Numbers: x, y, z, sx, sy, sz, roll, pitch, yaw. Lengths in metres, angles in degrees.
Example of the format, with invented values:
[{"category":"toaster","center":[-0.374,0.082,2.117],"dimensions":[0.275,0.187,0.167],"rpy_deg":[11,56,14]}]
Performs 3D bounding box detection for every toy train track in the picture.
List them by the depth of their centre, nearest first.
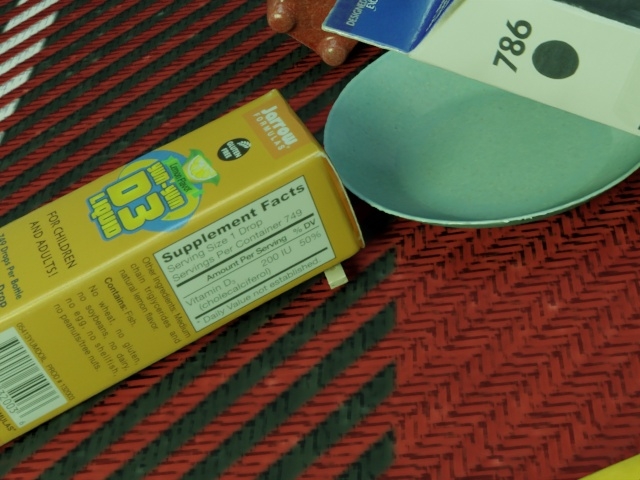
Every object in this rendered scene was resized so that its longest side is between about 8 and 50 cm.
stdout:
[{"category":"toy train track","center":[0.000,0.000,0.613],"dimensions":[0.048,0.014,0.083],"rpy_deg":[-24,40,0]}]

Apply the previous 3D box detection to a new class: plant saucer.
[{"category":"plant saucer","center":[0.099,-0.061,0.632],"dimensions":[0.195,0.037,0.195],"rpy_deg":[-10,40,8]}]

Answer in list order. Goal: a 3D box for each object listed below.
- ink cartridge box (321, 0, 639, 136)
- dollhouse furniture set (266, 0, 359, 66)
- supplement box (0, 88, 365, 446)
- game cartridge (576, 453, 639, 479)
[{"category":"ink cartridge box","center":[0.183,-0.117,0.557],"dimensions":[0.332,0.065,0.165],"rpy_deg":[19,49,7]},{"category":"dollhouse furniture set","center":[0.111,-0.240,0.722],"dimensions":[0.374,0.201,0.152],"rpy_deg":[-13,40,15]},{"category":"supplement box","center":[-0.100,0.015,0.574],"dimensions":[0.233,0.080,0.078],"rpy_deg":[-27,41,-9]},{"category":"game cartridge","center":[0.115,0.154,0.287],"dimensions":[0.323,0.053,0.285],"rpy_deg":[-22,21,0]}]
